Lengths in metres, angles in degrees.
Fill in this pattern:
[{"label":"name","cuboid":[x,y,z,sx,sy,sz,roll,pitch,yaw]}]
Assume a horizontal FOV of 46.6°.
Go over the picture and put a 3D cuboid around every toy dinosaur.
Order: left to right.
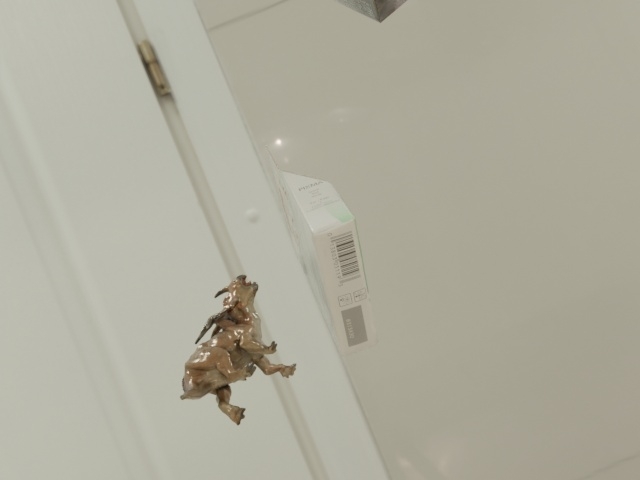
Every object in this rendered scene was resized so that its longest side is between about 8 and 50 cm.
[{"label":"toy dinosaur","cuboid":[-0.178,0.206,1.335,0.200,0.127,0.295,21,40,28]}]

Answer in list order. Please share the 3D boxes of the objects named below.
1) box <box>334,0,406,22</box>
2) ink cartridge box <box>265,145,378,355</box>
[{"label":"box","cuboid":[0.084,-0.484,1.279,0.183,0.231,0.056,-42,-38,-12]},{"label":"ink cartridge box","cuboid":[0.000,0.000,0.897,0.056,0.181,0.225,-17,35,-5]}]
